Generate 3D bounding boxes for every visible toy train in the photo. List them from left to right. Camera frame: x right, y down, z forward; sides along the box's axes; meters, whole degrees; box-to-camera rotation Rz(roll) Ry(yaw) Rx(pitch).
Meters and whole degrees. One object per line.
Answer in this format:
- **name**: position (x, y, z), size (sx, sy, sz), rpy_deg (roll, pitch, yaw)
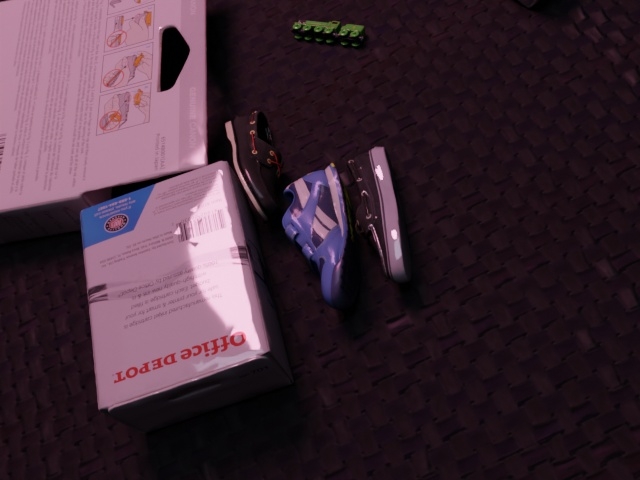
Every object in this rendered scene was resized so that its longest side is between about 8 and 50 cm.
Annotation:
- **toy train**: position (0.009, -0.222, 0.772), size (0.083, 0.017, 0.024), rpy_deg (14, 56, 21)

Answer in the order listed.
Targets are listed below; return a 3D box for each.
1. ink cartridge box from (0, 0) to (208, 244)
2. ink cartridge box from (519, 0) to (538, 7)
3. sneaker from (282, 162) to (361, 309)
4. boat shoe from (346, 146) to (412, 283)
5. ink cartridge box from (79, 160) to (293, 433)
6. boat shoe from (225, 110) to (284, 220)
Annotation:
- **ink cartridge box**: position (-0.232, -0.154, 0.765), size (0.261, 0.066, 0.296), rpy_deg (-10, 60, 8)
- **ink cartridge box**: position (0.197, -0.374, 0.751), size (0.181, 0.056, 0.224), rpy_deg (-43, 77, -11)
- **sneaker**: position (0.000, 0.000, 0.630), size (0.059, 0.053, 0.144), rpy_deg (-13, 52, 9)
- **boat shoe**: position (0.050, -0.021, 0.634), size (0.040, 0.049, 0.142), rpy_deg (-15, 52, 12)
- **ink cartridge box**: position (-0.116, 0.045, 0.615), size (0.139, 0.082, 0.191), rpy_deg (-19, 60, 4)
- **boat shoe**: position (-0.057, -0.074, 0.681), size (0.042, 0.049, 0.133), rpy_deg (-23, 47, 6)
